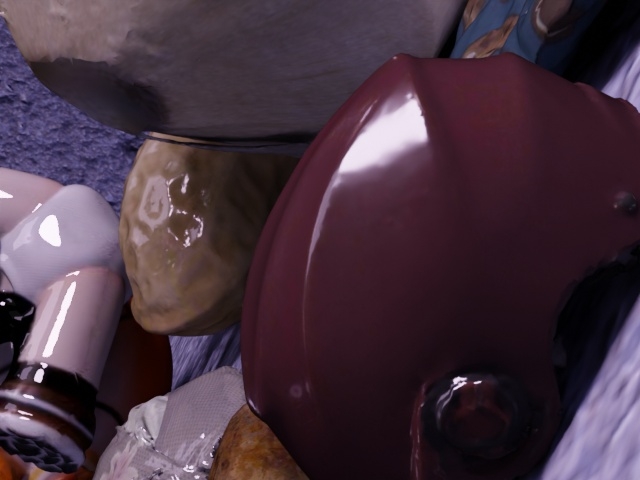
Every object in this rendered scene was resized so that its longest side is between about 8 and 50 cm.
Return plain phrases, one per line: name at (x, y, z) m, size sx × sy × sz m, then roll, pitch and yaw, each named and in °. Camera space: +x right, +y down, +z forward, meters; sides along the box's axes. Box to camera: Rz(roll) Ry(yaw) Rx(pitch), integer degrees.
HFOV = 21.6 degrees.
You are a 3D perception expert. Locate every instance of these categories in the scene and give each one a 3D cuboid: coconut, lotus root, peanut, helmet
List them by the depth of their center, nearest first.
helmet at (0.019, 0.011, 0.377) m, size 0.123 × 0.070 × 0.098 m, roll -59°, pitch 6°, yaw 1°
lotus root at (-0.014, 0.071, 0.529) m, size 0.030 × 0.037 × 0.083 m, roll -54°, pitch 8°, yaw 23°
coconut at (-0.040, -0.190, 0.838) m, size 0.323 × 0.323 × 0.323 m, roll -59°, pitch 6°, yaw 10°
peanut at (-0.041, -0.071, 1.079) m, size 0.136 × 0.120 × 0.298 m, roll -6°, pitch 55°, yaw 58°

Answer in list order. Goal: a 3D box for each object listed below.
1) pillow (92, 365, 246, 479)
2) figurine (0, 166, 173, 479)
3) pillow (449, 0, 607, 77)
pillow at (-0.098, 0.165, 0.703) m, size 0.255 × 0.059 × 0.169 m, roll -61°, pitch 6°, yaw 0°
figurine at (-0.209, 0.076, 1.223) m, size 0.196 × 0.320 × 0.323 m, roll -27°, pitch -17°, yaw -14°
pillow at (0.098, -0.123, 0.523) m, size 0.255 × 0.034 × 0.189 m, roll -55°, pitch 8°, yaw 44°
